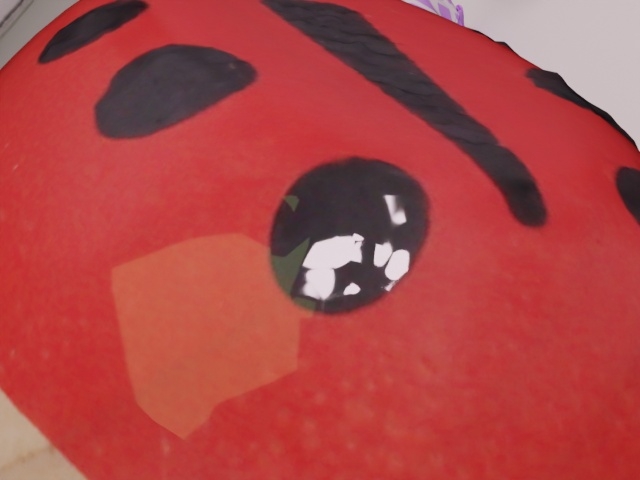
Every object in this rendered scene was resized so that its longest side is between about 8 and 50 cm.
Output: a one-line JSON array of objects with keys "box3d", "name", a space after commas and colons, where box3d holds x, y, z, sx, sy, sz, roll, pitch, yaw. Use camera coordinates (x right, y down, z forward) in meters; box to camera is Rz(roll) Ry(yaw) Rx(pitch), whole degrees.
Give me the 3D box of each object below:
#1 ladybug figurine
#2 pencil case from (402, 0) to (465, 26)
[{"box3d": [0.000, 0.000, 0.477, 0.449, 0.305, 0.162, -133, 48, -55], "name": "ladybug figurine"}, {"box3d": [0.064, -0.091, 0.752, 0.088, 0.086, 0.206, -15, 35, 3], "name": "pencil case"}]
